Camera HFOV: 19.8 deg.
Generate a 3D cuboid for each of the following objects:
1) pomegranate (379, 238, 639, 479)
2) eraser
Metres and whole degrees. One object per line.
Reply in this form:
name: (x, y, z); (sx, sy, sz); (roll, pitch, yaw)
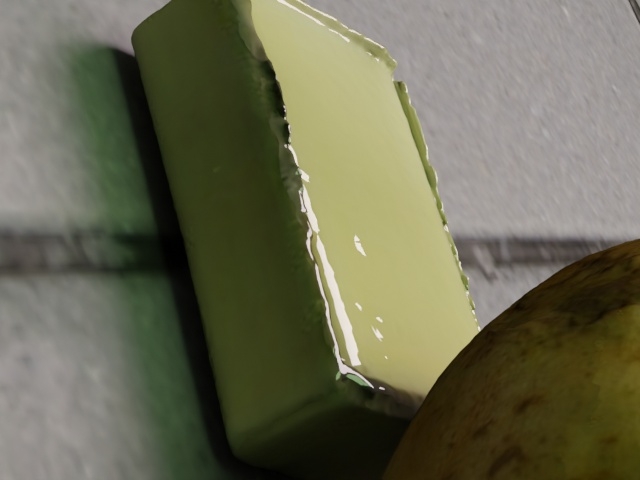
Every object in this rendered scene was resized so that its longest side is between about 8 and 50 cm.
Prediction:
pomegranate: (0.124, 0.126, 0.531); (0.260, 0.260, 0.260); (42, 31, -33)
eraser: (0.000, 0.000, 0.641); (0.117, 0.058, 0.172); (25, 43, -52)
